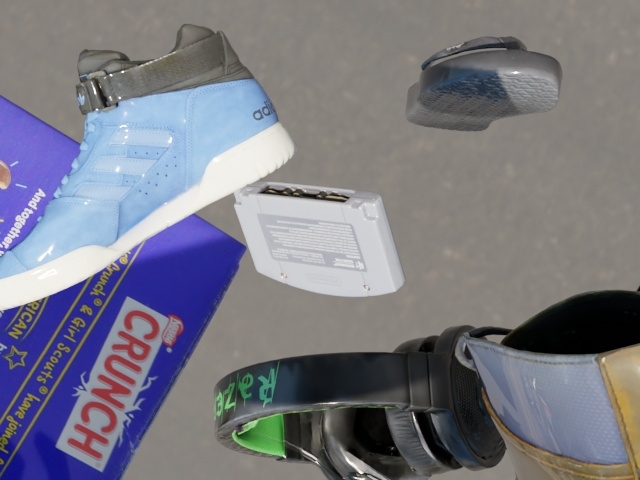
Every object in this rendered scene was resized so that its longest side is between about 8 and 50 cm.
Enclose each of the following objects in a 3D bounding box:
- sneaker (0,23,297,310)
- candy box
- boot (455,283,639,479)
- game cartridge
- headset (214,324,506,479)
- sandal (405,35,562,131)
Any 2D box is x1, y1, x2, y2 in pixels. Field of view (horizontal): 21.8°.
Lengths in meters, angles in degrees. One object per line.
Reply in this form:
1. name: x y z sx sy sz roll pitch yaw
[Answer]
1. sneaker: -0.095 -0.037 0.718 0.152 0.058 0.084 -30 96 2
2. candy box: -0.246 0.043 0.995 0.317 0.268 0.122 32 147 -5
3. boot: 0.081 0.046 0.414 0.082 0.219 0.106 -17 103 1
4. game cartridge: 0.000 0.000 0.779 0.083 0.017 0.056 8 125 36
5. headset: 0.093 0.188 1.528 0.394 0.185 0.243 7 159 -28
6. sandal: 0.116 -0.128 1.298 0.097 0.054 0.254 8 177 -12
